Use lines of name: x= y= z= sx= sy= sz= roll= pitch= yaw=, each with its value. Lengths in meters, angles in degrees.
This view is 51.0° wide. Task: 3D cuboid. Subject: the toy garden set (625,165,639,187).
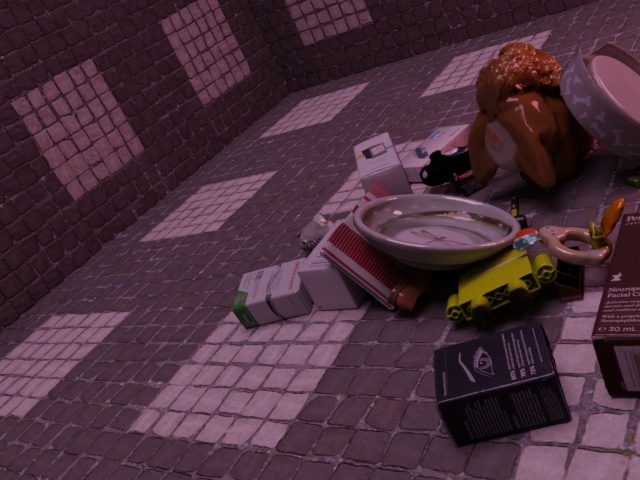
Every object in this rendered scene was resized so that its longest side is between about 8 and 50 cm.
toy garden set: x=0.869 y=-0.167 z=1.554 sx=0.204 sy=0.049 sz=0.244 roll=-28 pitch=24 yaw=-5

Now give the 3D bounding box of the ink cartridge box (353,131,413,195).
ink cartridge box: x=0.201 y=-0.165 z=2.013 sx=0.131 sy=0.226 sz=0.306 roll=-22 pitch=23 yaw=8

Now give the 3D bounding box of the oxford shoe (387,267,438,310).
oxford shoe: x=0.247 y=0.107 z=1.623 sx=0.076 sy=0.076 sz=0.212 roll=29 pitch=46 yaw=23

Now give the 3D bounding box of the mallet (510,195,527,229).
mallet: x=0.499 y=-0.072 z=1.761 sx=0.062 sy=0.039 sz=0.189 roll=-16 pitch=21 yaw=15

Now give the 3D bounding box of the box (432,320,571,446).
box: x=0.312 y=0.251 z=1.183 sx=0.207 sy=0.108 sz=0.153 roll=-19 pitch=25 yaw=18

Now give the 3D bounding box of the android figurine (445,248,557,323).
android figurine: x=0.383 y=0.095 z=1.450 sx=0.248 sy=0.056 sz=0.273 roll=-28 pitch=8 yaw=17

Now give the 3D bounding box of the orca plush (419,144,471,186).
orca plush: x=0.424 y=-0.210 z=2.012 sx=0.287 sy=0.151 sz=0.102 roll=-13 pitch=59 yaw=27

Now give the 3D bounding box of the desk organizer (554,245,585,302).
desk organizer: x=0.526 y=0.069 z=1.414 sx=0.047 sy=0.050 sz=0.130 roll=-12 pitch=27 yaw=29

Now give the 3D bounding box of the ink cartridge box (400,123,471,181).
ink cartridge box: x=0.427 y=-0.295 z=2.253 sx=0.296 sy=0.066 sz=0.261 roll=-41 pitch=27 yaw=-31

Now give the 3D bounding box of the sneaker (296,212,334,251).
sneaker: x=0.000 y=0.000 z=2.063 sx=0.121 sy=0.099 sz=0.262 roll=-37 pitch=17 yaw=-5

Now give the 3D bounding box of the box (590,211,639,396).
box: x=0.614 y=0.094 z=1.168 sx=0.191 sy=0.143 sz=0.381 roll=-8 pitch=28 yaw=36

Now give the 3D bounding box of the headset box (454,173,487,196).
headset box: x=0.452 y=-0.169 z=2.005 sx=0.083 sy=0.032 sz=0.062 roll=-30 pitch=23 yaw=-5

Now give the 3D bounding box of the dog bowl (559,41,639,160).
dog bowl: x=0.752 y=-0.348 z=1.687 sx=0.102 sy=0.349 sz=0.349 roll=-48 pitch=3 yaw=45

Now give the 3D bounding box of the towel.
towel: x=0.163 y=0.008 z=1.733 sx=0.329 sy=0.237 sz=0.037 roll=-50 pitch=-3 yaw=-42

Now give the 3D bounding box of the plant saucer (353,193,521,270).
plant saucer: x=0.278 y=-0.012 z=1.640 sx=0.401 sy=0.100 sz=0.400 roll=1 pitch=20 yaw=0

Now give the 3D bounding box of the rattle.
rattle: x=0.505 y=-0.031 z=1.392 sx=0.200 sy=0.142 sz=0.130 roll=24 pitch=55 yaw=32

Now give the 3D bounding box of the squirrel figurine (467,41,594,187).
squirrel figurine: x=0.604 y=-0.357 z=1.815 sx=0.371 sy=0.396 sz=0.281 roll=-21 pitch=9 yaw=-23

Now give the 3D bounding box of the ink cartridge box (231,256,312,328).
ink cartridge box: x=-0.123 y=0.145 z=1.857 sx=0.208 sy=0.087 sz=0.153 roll=-16 pitch=33 yaw=23

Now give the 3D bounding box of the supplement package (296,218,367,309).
supplement package: x=0.070 y=0.058 z=1.793 sx=0.134 sy=0.139 sz=0.244 roll=-8 pitch=31 yaw=38
